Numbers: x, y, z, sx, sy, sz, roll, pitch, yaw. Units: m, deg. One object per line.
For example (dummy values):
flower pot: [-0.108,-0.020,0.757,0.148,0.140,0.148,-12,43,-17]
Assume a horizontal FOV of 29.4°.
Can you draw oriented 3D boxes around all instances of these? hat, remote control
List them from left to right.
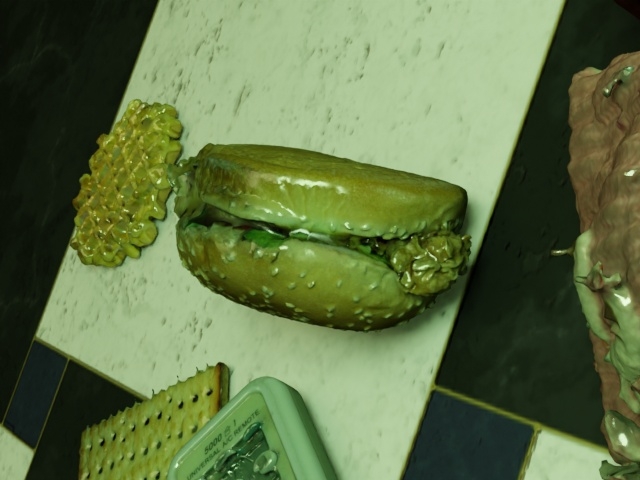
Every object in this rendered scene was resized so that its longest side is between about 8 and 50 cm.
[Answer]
remote control: [-0.015,0.241,0.820,0.128,0.065,0.335,-46,39,16]
hat: [0.165,0.007,0.573,0.286,0.107,0.237,137,127,-82]

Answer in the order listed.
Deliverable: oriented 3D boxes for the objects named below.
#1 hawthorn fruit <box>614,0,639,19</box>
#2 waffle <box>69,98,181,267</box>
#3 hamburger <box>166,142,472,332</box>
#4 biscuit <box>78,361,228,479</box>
hawthorn fruit: [0.245,-0.212,0.600,0.266,0.210,0.230,-55,32,13]
waffle: [-0.202,-0.058,1.267,0.191,0.038,0.191,-31,49,42]
hamburger: [0.000,0.000,0.840,0.215,0.189,0.122,14,92,53]
biscuit: [-0.152,0.198,1.077,0.231,0.016,0.139,-31,49,42]
